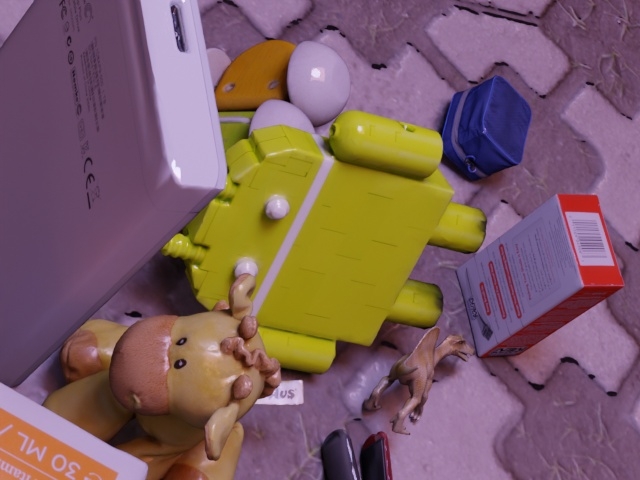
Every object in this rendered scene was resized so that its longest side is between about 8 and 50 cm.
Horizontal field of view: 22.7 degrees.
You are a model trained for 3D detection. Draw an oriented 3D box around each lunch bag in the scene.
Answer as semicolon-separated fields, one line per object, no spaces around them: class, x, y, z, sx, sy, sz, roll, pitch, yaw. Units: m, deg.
lunch bag;0.161;-0.107;1.587;0.067;0.065;0.098;43;47;-27

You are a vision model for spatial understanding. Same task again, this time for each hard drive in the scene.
hard drive;-0.181;-0.064;1.144;0.047;0.353;0.233;3;64;-33

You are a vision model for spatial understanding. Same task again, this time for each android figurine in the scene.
android figurine;0.000;0.000;1.321;0.273;0.248;0.056;14;28;-30

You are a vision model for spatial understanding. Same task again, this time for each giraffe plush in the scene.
giraffe plush;-0.100;0.111;1.186;0.210;0.170;0.181;-17;76;-15

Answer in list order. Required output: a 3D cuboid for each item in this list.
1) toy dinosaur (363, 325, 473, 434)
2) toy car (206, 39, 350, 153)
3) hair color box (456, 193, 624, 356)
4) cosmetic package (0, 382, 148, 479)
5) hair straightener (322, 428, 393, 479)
toy dinosaur;0.077;0.116;1.381;0.053;0.092;0.183;31;14;17
toy car;-0.056;-0.086;1.398;0.182;0.159;0.136;-63;141;-39
hair color box;0.199;0.034;1.465;0.053;0.167;0.093;1;65;-32
cosmetic package;-0.308;0.294;0.992;0.230;0.161;0.453;32;52;-15
hair straightener;0.021;0.266;1.310;0.089;0.047;0.230;10;65;-29
